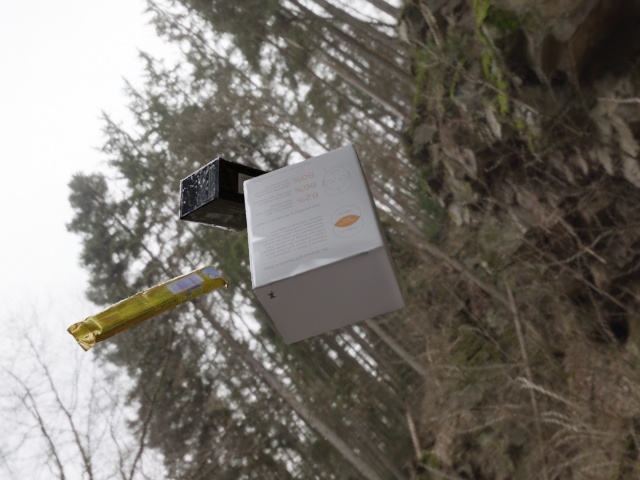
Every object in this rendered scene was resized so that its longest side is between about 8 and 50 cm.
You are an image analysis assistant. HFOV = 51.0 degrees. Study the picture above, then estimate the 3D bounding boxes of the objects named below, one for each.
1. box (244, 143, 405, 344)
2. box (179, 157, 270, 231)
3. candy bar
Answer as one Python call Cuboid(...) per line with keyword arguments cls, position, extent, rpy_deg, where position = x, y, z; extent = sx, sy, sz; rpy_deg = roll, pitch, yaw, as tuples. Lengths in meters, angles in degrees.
Cuboid(cls="box", position=(0.000, 0.000, 0.691), extent=(0.130, 0.170, 0.091), rpy_deg=(-18, -48, 7))
Cuboid(cls="box", position=(-0.192, -0.091, 1.418), extent=(0.156, 0.093, 0.158), rpy_deg=(13, -22, -38))
Cuboid(cls="candy bar", position=(-0.163, 0.062, 0.656), extent=(0.161, 0.040, 0.018), rpy_deg=(-24, -49, -32))
